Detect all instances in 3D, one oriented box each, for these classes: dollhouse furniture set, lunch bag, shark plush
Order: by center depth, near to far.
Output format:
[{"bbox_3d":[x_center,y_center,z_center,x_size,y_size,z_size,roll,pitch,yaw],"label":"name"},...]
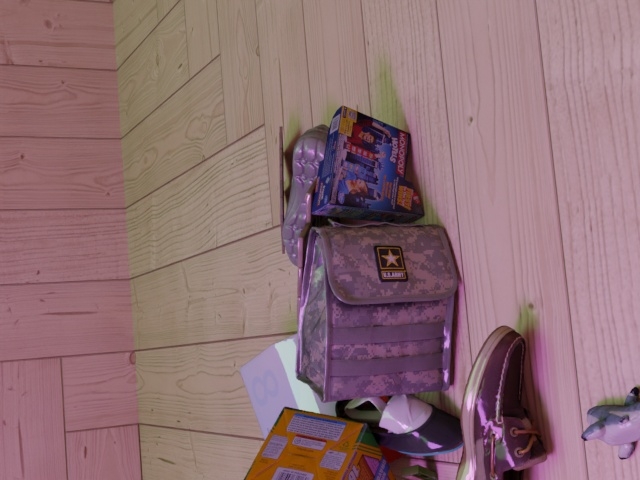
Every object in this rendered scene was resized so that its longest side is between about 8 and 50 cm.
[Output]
[{"bbox_3d":[0.393,0.216,1.251,0.161,0.073,0.067,116,173,-50],"label":"shark plush"},{"bbox_3d":[0.094,0.107,1.632,0.169,0.235,0.286,-156,66,-67],"label":"lunch bag"},{"bbox_3d":[0.174,0.461,1.648,0.076,0.059,0.151,-25,52,37],"label":"dollhouse furniture set"}]

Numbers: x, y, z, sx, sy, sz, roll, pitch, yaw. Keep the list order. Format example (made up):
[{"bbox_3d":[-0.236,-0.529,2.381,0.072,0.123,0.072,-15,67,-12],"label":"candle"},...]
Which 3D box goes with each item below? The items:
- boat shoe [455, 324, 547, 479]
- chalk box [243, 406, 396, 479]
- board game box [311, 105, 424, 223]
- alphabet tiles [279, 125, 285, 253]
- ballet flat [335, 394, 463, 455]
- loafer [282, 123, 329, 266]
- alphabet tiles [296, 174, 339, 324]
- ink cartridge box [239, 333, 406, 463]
[{"bbox_3d":[0.279,0.299,1.441,0.123,0.123,0.341,13,99,32],"label":"boat shoe"},{"bbox_3d":[0.019,0.457,1.706,0.180,0.179,0.289,5,137,32],"label":"chalk box"},{"bbox_3d":[0.093,-0.110,1.708,0.060,0.194,0.194,-27,48,55],"label":"board game box"},{"bbox_3d":[-0.084,-0.118,2.127,0.198,0.009,0.237,91,178,-65],"label":"alphabet tiles"},{"bbox_3d":[0.122,0.309,1.672,0.280,0.095,0.096,-9,121,48],"label":"ballet flat"},{"bbox_3d":[-0.011,-0.085,1.998,0.111,0.112,0.319,-60,-17,-54],"label":"loafer"},{"bbox_3d":[0.000,0.000,1.815,0.342,0.011,0.285,-64,-22,-62],"label":"alphabet tiles"},{"bbox_3d":[0.011,0.317,1.885,0.385,0.091,0.308,-41,64,48],"label":"ink cartridge box"}]
